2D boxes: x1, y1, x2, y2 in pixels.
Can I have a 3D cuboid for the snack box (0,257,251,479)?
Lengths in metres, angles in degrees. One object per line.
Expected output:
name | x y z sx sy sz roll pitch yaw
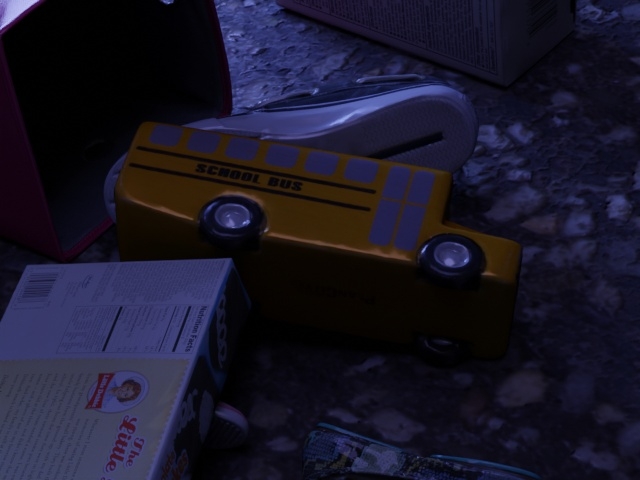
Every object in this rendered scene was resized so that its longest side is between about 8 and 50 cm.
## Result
snack box | -0.183 0.147 1.454 0.187 0.060 0.322 -2 44 21

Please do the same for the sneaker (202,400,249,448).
sneaker | -0.111 0.122 1.536 0.134 0.051 0.070 6 47 24

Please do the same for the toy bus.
toy bus | 0.000 0.000 1.577 0.332 0.108 0.130 10 47 8

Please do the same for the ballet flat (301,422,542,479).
ballet flat | 0.072 0.187 1.428 0.188 0.070 0.070 10 43 24

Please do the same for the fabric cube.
fabric cube | -0.272 -0.180 1.772 0.258 0.254 0.259 20 48 33

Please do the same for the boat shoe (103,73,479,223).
boat shoe | -0.025 -0.070 1.720 0.335 0.121 0.119 -10 17 0

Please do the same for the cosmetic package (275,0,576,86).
cosmetic package | 0.097 -0.282 1.904 0.296 0.153 0.129 25 48 32
